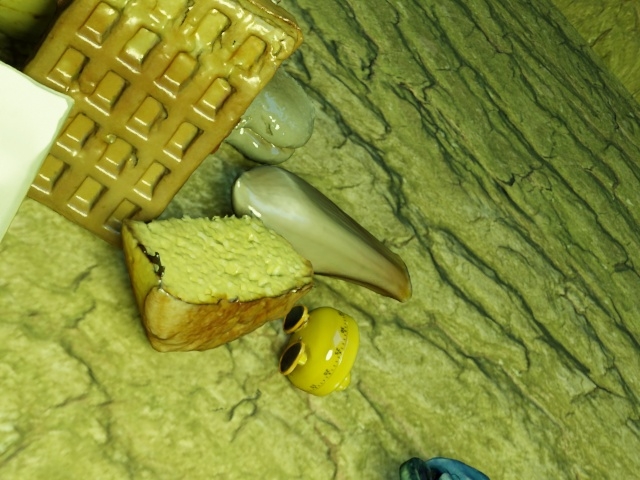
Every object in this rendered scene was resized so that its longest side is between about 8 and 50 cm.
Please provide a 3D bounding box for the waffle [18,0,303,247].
[{"bbox_3d":[-0.197,-0.160,1.147,0.224,0.328,0.098,33,29,-23],"label":"waffle"}]

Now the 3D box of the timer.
[{"bbox_3d":[0.009,0.135,1.296,0.109,0.107,0.107,26,40,-25],"label":"timer"}]

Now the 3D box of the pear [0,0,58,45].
[{"bbox_3d":[-0.289,-0.389,1.259,0.348,0.348,0.348,30,38,-27],"label":"pear"}]

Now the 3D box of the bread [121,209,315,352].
[{"bbox_3d":[-0.130,0.054,1.193,0.260,0.134,0.129,1,46,-55],"label":"bread"}]

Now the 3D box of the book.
[{"bbox_3d":[-0.398,-0.111,1.020,0.289,0.201,0.026,29,-4,-29],"label":"book"}]

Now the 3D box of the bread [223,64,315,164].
[{"bbox_3d":[-0.157,-0.237,1.474,0.337,0.102,0.183,49,33,0],"label":"bread"}]

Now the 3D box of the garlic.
[{"bbox_3d":[-0.004,-0.005,1.412,0.318,0.112,0.143,23,20,-32],"label":"garlic"}]

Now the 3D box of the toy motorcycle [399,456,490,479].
[{"bbox_3d":[0.175,0.380,1.228,0.182,0.241,0.319,-28,84,-15],"label":"toy motorcycle"}]
